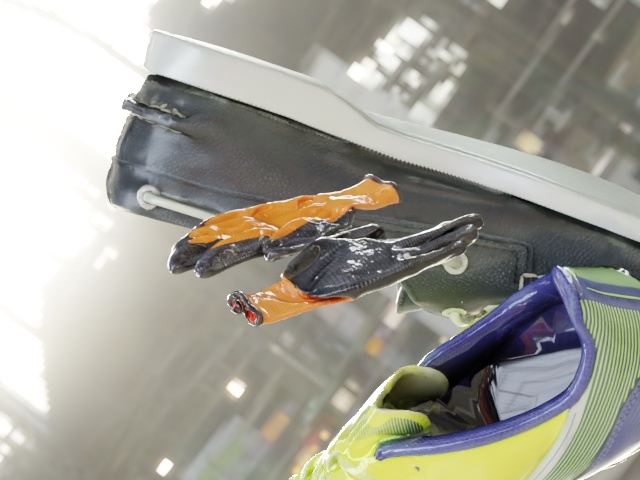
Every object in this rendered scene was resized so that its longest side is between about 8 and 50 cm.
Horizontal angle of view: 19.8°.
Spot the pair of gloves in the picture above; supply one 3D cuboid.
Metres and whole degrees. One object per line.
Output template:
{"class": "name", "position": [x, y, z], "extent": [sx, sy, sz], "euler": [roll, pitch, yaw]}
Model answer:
{"class": "pair of gloves", "position": [0.000, 0.000, 0.513], "extent": [0.074, 0.010, 0.083], "euler": [-19, 21, -21]}

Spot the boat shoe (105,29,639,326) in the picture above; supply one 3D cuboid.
{"class": "boat shoe", "position": [0.049, -0.010, 0.866], "extent": [0.114, 0.303, 0.091], "euler": [-52, -18, -82]}

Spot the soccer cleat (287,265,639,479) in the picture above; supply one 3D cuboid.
{"class": "soccer cleat", "position": [0.033, 0.102, 0.826], "extent": [0.289, 0.093, 0.121], "euler": [-37, -41, 23]}
